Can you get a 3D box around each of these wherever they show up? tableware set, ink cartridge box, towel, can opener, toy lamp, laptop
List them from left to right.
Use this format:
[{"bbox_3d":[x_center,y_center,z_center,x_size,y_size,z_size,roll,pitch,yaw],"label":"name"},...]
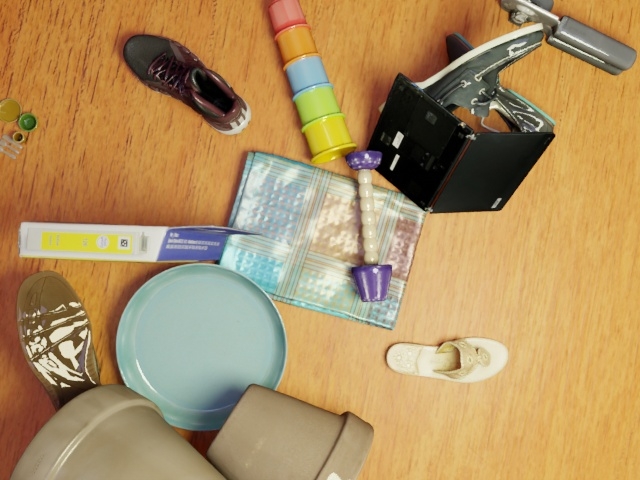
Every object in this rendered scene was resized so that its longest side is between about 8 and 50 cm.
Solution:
[{"bbox_3d":[-0.629,-0.235,1.333,0.154,0.024,0.104,32,87,1],"label":"tableware set"},{"bbox_3d":[-0.283,0.006,1.167,0.307,0.303,0.072,4,89,10],"label":"ink cartridge box"},{"bbox_3d":[0.000,0.000,1.330,0.370,0.040,0.272,16,88,-1],"label":"towel"},{"bbox_3d":[0.090,-0.024,1.282,0.080,0.080,0.275,-2,86,-1],"label":"toy lamp"},{"bbox_3d":[0.241,-0.170,1.263,0.264,0.234,0.136,42,57,14],"label":"laptop"},{"bbox_3d":[0.484,-0.424,1.342,0.283,0.076,0.095,25,88,-1],"label":"can opener"}]

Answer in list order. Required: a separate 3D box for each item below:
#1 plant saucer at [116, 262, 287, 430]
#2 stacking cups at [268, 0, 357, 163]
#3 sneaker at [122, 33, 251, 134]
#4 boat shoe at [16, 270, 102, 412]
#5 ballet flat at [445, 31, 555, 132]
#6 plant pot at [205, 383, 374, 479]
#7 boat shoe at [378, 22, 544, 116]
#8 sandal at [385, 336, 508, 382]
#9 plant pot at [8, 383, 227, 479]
[{"bbox_3d":[-0.220,0.197,1.297,0.317,0.044,0.318,0,96,-2],"label":"plant saucer"},{"bbox_3d":[-0.030,-0.307,1.318,0.096,0.096,0.316,-21,87,-2],"label":"stacking cups"},{"bbox_3d":[-0.252,-0.311,1.275,0.281,0.162,0.106,32,87,0],"label":"sneaker"},{"bbox_3d":[-0.468,0.222,1.267,0.123,0.123,0.342,-24,98,-27],"label":"boat shoe"},{"bbox_3d":[0.325,-0.274,1.325,0.280,0.095,0.096,43,96,1],"label":"ballet flat"},{"bbox_3d":[-0.070,0.375,1.202,0.229,0.263,0.263,33,87,1],"label":"plant pot"},{"bbox_3d":[0.258,-0.264,1.236,0.340,0.127,0.113,-24,90,36],"label":"boat shoe"},{"bbox_3d":[0.247,0.230,1.305,0.239,0.079,0.088,1,88,-1],"label":"sandal"},{"bbox_3d":[-0.293,0.433,1.120,0.280,0.323,0.323,18,87,24],"label":"plant pot"}]
